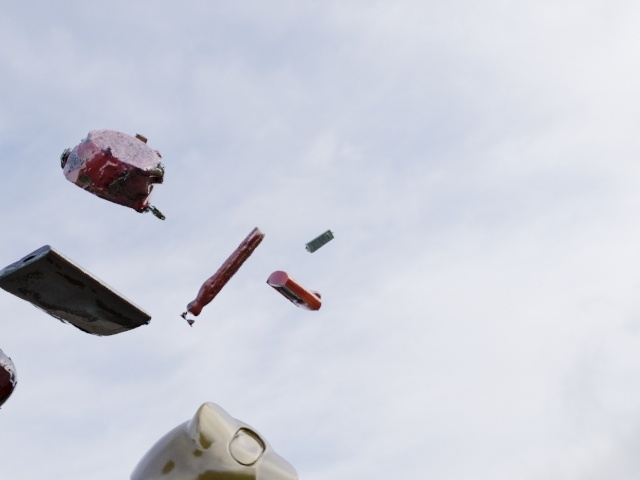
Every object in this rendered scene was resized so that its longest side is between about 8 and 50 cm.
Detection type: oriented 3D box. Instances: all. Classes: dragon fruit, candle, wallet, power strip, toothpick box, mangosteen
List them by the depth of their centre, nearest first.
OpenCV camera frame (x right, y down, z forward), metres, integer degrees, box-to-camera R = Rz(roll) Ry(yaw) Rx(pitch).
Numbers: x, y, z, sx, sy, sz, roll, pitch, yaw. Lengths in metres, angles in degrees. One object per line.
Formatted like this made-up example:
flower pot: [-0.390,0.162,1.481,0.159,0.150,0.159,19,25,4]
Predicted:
wallet: [-0.419,0.096,1.345,0.137,0.031,0.255,-21,-39,20]
dragon fruit: [-0.449,-0.167,1.800,0.147,0.282,0.211,-64,-7,10]
power strip: [0.000,0.000,1.817,0.083,0.027,0.017,-35,7,-28]
mangosteen: [-0.817,0.340,1.933,0.166,0.166,0.180,-23,5,-1]
toothpick box: [-0.302,0.684,2.145,0.409,0.409,0.425,16,-62,-46]
candle: [-0.264,0.092,2.160,0.329,0.048,0.051,-51,-23,-13]

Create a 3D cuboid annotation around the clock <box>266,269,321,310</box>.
clock: [-0.077,0.148,2.391,0.155,0.113,0.061,38,-108,-30]
